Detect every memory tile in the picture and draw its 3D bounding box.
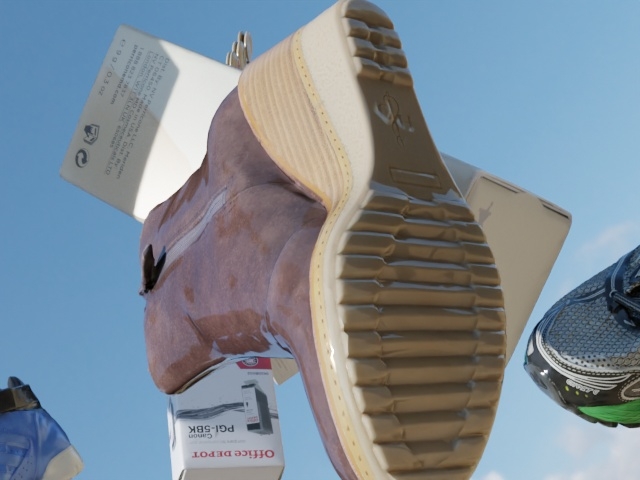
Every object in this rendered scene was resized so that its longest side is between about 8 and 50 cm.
[{"bbox_3d":[-0.089,-0.164,1.321,0.113,0.012,0.148,-76,-17,-61],"label":"memory tile"}]

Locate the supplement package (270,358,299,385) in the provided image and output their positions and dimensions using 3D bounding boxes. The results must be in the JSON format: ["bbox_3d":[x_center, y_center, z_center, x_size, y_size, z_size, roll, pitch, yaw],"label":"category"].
[{"bbox_3d":[0.000,0.000,1.392,0.293,0.175,0.177,-34,-43,-7],"label":"supplement package"}]

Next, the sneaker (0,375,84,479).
[{"bbox_3d":[-0.204,0.130,0.642,0.058,0.084,0.152,-31,2,30],"label":"sneaker"}]

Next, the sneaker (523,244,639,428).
[{"bbox_3d":[0.293,0.011,0.851,0.343,0.134,0.146,-32,-39,-16],"label":"sneaker"}]

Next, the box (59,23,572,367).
[{"bbox_3d":[-0.011,-0.030,0.746,0.148,0.311,0.121,18,-82,-54],"label":"box"}]

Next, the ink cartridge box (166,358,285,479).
[{"bbox_3d":[-0.092,0.167,1.062,0.099,0.135,0.056,1,-38,-16],"label":"ink cartridge box"}]

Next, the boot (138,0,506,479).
[{"bbox_3d":[-0.017,0.033,0.524,0.090,0.248,0.207,14,-38,-30],"label":"boot"}]
